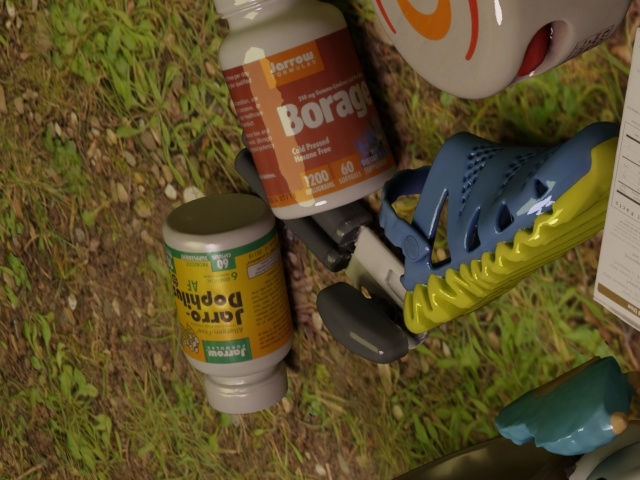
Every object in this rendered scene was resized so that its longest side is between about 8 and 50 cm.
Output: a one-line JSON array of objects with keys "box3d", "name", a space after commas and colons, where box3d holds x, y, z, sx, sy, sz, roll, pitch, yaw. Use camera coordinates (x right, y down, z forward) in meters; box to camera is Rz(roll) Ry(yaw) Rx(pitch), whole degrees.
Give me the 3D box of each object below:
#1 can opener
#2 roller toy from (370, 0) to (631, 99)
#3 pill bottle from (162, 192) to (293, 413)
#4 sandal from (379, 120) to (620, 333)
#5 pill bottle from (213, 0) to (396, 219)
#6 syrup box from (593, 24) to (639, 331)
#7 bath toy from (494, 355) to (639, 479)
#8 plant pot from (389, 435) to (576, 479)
[{"box3d": [0.000, 0.000, 1.641, 0.283, 0.095, 0.076, 47, 142, 25], "name": "can opener"}, {"box3d": [0.132, -0.210, 1.279, 0.191, 0.146, 0.209, 32, 141, 52], "name": "roller toy"}, {"box3d": [-0.090, 0.067, 1.790, 0.117, 0.117, 0.208, 20, 126, 47], "name": "pill bottle"}, {"box3d": [0.136, -0.029, 1.418, 0.317, 0.126, 0.138, -36, 77, 55], "name": "sandal"}, {"box3d": [-0.020, -0.137, 1.557, 0.121, 0.121, 0.216, -7, 105, 55], "name": "pill bottle"}, {"box3d": [0.272, -0.046, 1.240, 0.096, 0.093, 0.237, 34, 136, 37], "name": "syrup box"}, {"box3d": [0.273, 0.262, 1.358, 0.129, 0.151, 0.348, -30, 94, 30], "name": "bath toy"}, {"box3d": [0.128, 0.359, 1.507, 0.323, 0.323, 0.280, -23, 95, 57], "name": "plant pot"}]
